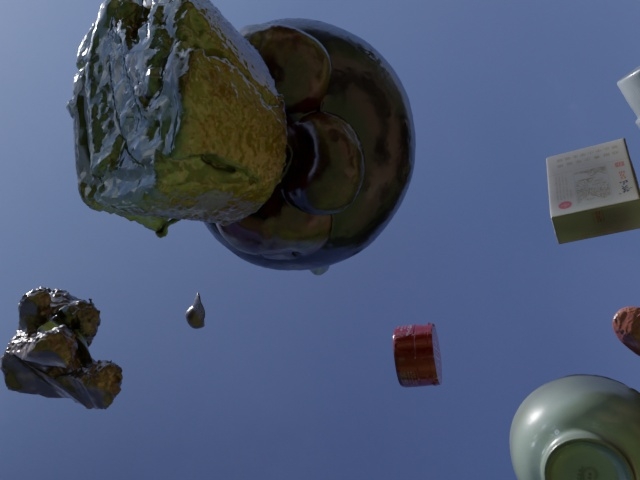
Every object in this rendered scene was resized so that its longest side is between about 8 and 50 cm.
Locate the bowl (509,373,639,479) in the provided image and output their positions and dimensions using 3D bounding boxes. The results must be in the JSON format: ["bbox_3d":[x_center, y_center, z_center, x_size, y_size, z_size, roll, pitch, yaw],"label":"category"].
[{"bbox_3d":[0.579,0.482,1.383,0.185,0.353,0.354,-6,-92,-66],"label":"bowl"}]

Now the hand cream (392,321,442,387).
[{"bbox_3d":[0.296,0.349,1.947,0.193,0.125,0.193,-8,-90,-77],"label":"hand cream"}]

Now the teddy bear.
[{"bbox_3d":[-0.457,0.186,1.185,0.246,0.296,0.223,52,-137,-26],"label":"teddy bear"}]

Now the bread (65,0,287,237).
[{"bbox_3d":[-0.142,-0.128,0.580,0.124,0.185,0.257,23,-139,-53],"label":"bread"}]

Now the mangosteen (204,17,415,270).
[{"bbox_3d":[-0.055,-0.141,0.948,0.435,0.381,0.383,-4,-93,-65],"label":"mangosteen"}]

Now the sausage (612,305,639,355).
[{"bbox_3d":[0.486,0.141,0.966,0.154,0.062,0.062,29,-112,-48],"label":"sausage"}]

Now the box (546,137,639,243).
[{"bbox_3d":[0.459,-0.086,1.081,0.058,0.140,0.201,63,-152,-28],"label":"box"}]

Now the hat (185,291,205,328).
[{"bbox_3d":[-0.284,0.159,1.441,0.042,0.058,0.087,-10,-56,-17],"label":"hat"}]

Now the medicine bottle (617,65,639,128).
[{"bbox_3d":[0.707,-0.217,1.149,0.245,0.245,0.306,-32,-92,-35],"label":"medicine bottle"}]

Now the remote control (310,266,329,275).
[{"bbox_3d":[0.000,-0.001,1.387,0.038,0.310,0.090,-38,-102,-21],"label":"remote control"}]
